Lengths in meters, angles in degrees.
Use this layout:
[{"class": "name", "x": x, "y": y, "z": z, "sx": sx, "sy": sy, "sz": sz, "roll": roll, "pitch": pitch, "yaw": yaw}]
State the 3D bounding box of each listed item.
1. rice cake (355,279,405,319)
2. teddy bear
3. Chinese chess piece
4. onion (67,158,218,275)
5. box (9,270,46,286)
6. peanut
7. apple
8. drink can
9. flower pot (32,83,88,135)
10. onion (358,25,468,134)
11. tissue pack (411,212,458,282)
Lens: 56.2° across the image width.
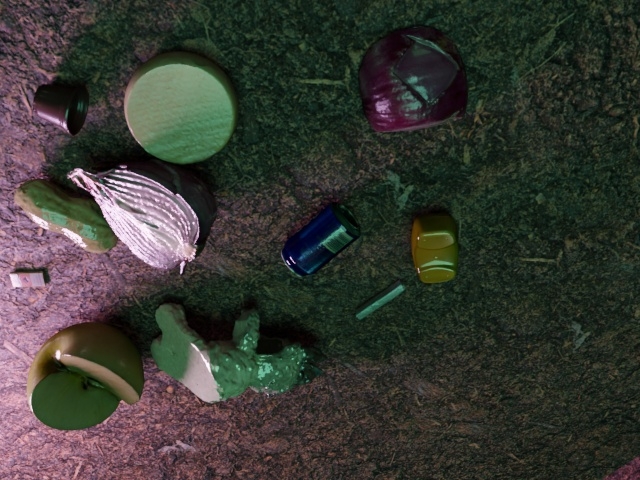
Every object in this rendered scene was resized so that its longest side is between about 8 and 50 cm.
[{"class": "rice cake", "x": 0.170, "y": 0.171, "z": 1.724, "sx": 0.171, "sy": 0.033, "sz": 0.029, "roll": -37, "pitch": 115, "yaw": 18}, {"class": "teddy bear", "x": -0.233, "y": 0.315, "z": 1.739, "sx": 0.362, "sy": 0.375, "sz": 0.327, "roll": -19, "pitch": 136, "yaw": -46}, {"class": "Chinese chess piece", "x": -0.308, "y": -0.295, "z": 1.340, "sx": 0.251, "sy": 0.097, "sz": 0.250, "roll": -3, "pitch": 123, "yaw": -5}, {"class": "onion", "x": -0.402, "y": -0.104, "z": 1.423, "sx": 0.349, "sy": 0.159, "sz": 0.267, "roll": 39, "pitch": 127, "yaw": -8}, {"class": "box", "x": -0.779, "y": 0.103, "z": 1.599, "sx": 0.083, "sy": 0.012, "sz": 0.046, "roll": -1, "pitch": 124, "yaw": -7}, {"class": "peanut", "x": -0.604, "y": -0.065, "z": 1.452, "sx": 0.257, "sy": 0.123, "sz": 0.123, "roll": 34, "pitch": 114, "yaw": -20}, {"class": "apple", "x": -0.637, "y": 0.358, "z": 1.649, "sx": 0.295, "sy": 0.233, "sz": 0.258, "roll": -39, "pitch": 134, "yaw": 13}, {"class": "drink can", "x": 0.000, "y": 0.000, "z": 1.548, "sx": 0.205, "sy": 0.118, "sz": 0.118, "roll": -39, "pitch": 118, "yaw": 18}, {"class": "flower pot", "x": -0.574, "y": -0.296, "z": 1.315, "sx": 0.089, "sy": 0.111, "sz": 0.111, "roll": 16, "pitch": 120, "yaw": -3}, {"class": "onion", "x": 0.217, "y": -0.345, "z": 1.354, "sx": 0.250, "sy": 0.111, "sz": 0.247, "roll": -11, "pitch": 125, "yaw": 4}, {"class": "tissue pack", "x": 0.302, "y": 0.014, "z": 1.585, "sx": 0.123, "sy": 0.127, "sz": 0.178, "roll": -5, "pitch": 123, "yaw": 6}]
